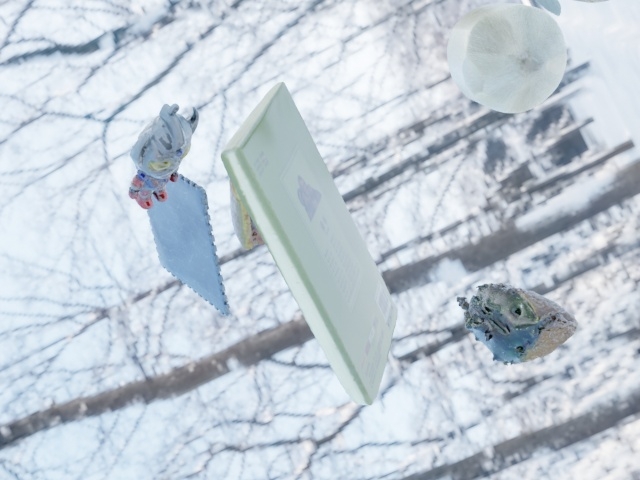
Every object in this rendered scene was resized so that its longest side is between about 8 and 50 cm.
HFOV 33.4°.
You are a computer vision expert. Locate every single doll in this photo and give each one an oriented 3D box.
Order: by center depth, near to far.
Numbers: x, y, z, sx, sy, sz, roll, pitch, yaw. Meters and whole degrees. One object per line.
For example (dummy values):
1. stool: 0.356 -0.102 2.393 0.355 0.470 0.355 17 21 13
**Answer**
1. doll: -0.211 -0.113 1.411 0.062 0.104 0.195 63 149 27

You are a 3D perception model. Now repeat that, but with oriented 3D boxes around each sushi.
1. sushi: 0.358 0.161 1.964 0.140 0.149 0.287 17 -174 -23

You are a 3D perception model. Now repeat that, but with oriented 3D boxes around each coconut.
1. coconut: 0.407 -0.400 2.320 0.237 0.237 0.266 57 177 -25

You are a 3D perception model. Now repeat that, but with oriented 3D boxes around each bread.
1. bread: -0.155 -0.080 2.430 0.172 0.103 0.132 86 171 -48

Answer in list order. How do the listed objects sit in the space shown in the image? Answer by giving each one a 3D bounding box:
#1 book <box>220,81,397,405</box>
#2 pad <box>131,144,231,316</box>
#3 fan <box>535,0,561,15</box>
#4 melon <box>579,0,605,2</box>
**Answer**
1. book: 0.000 0.000 1.290 0.352 0.035 0.239 62 -157 -19
2. pad: -0.252 -0.019 1.915 0.269 0.012 0.269 29 137 48
3. fan: 0.318 -0.471 1.807 0.191 0.009 0.329 46 -173 -26
4. melon: 0.328 -0.415 1.209 0.317 0.223 0.223 97 162 -49
